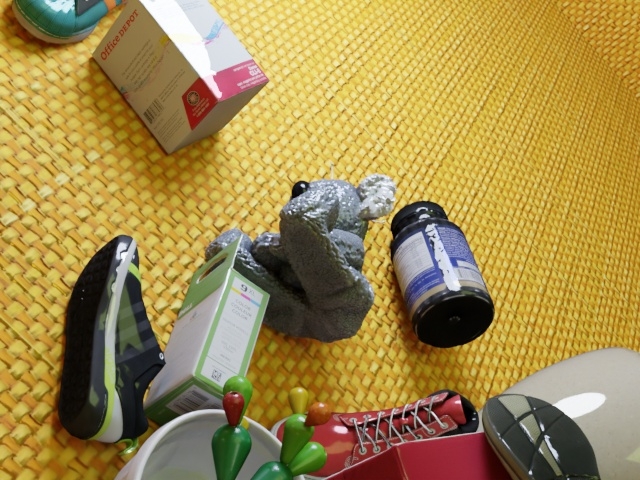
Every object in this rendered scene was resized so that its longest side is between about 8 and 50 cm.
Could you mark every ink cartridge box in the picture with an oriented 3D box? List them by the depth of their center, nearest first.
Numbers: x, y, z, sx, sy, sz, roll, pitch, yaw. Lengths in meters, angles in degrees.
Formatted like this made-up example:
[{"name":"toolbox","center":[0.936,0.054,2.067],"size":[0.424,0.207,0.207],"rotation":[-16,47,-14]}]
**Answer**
[{"name":"ink cartridge box","center":[-0.121,0.105,0.929],"size":[0.062,0.109,0.209],"rotation":[35,41,-21]},{"name":"ink cartridge box","center":[-0.189,-0.235,1.106],"size":[0.176,0.128,0.127],"rotation":[52,38,-1]}]

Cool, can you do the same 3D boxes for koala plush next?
[{"name":"koala plush","center":[0.000,0.000,1.082],"size":[0.203,0.196,0.221],"rotation":[51,37,-20]}]

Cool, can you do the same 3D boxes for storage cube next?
[{"name":"storage cube","center":[0.114,0.341,0.921],"size":[0.215,0.184,0.193],"rotation":[6,56,-42]}]

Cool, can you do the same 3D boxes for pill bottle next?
[{"name":"pill bottle","center":[0.175,0.044,1.244],"size":[0.123,0.123,0.219],"rotation":[24,34,-31]}]

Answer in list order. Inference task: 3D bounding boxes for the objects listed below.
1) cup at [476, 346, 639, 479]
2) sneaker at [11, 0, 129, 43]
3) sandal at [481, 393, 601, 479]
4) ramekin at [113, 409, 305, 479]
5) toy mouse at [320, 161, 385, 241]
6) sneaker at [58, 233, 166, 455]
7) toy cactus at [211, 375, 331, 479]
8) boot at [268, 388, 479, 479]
[{"name":"cup","center":[0.307,0.313,1.068],"size":[0.237,0.331,0.331],"rotation":[-2,60,-18]},{"name":"sneaker","center":[-0.295,-0.370,1.110],"size":[0.108,0.121,0.302],"rotation":[44,40,-9]},{"name":"sandal","center":[0.255,0.288,0.880],"size":[0.120,0.086,0.302],"rotation":[2,40,-26]},{"name":"ramekin","center":[-0.117,0.281,0.799],"size":[0.207,0.109,0.207],"rotation":[26,45,-29]},{"name":"toy mouse","center":[0.031,-0.054,1.262],"size":[0.161,0.031,0.143],"rotation":[-3,64,-46]},{"name":"sneaker","center":[-0.213,0.109,0.869],"size":[0.097,0.084,0.234],"rotation":[27,53,-37]},{"name":"toy cactus","center":[-0.054,0.233,0.744],"size":[0.181,0.112,0.219],"rotation":[-18,85,-39]},{"name":"boot","center":[0.070,0.223,0.975],"size":[0.244,0.176,0.088],"rotation":[9,56,-39]}]
